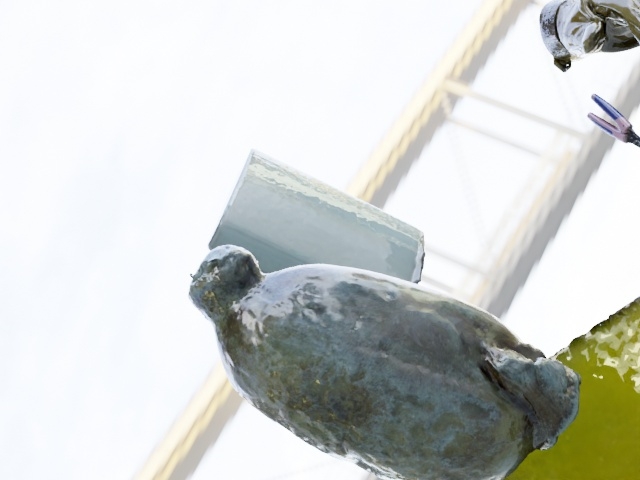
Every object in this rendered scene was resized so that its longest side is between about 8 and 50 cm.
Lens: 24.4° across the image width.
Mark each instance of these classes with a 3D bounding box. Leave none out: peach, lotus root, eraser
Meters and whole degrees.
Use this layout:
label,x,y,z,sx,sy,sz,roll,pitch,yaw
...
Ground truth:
label,x,y,z,sx,sy,sz,roll,pitch,yaw
peach,0.366,0.166,1.437,0.380,0.242,0.306,-40,-25,14
lotus root,0.043,0.113,1.281,0.175,0.350,0.175,-159,90,-90
eraser,0.000,0.000,2.090,0.104,0.290,0.189,-57,10,44

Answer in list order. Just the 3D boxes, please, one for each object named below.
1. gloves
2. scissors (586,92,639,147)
label,x,y,z,sx,sy,sz,roll,pitch,yaw
gloves,0.413,-0.291,2.051,0.141,0.154,0.331,-54,19,1
scissors,0.381,-0.150,1.906,0.012,0.113,0.039,-12,-54,-25
